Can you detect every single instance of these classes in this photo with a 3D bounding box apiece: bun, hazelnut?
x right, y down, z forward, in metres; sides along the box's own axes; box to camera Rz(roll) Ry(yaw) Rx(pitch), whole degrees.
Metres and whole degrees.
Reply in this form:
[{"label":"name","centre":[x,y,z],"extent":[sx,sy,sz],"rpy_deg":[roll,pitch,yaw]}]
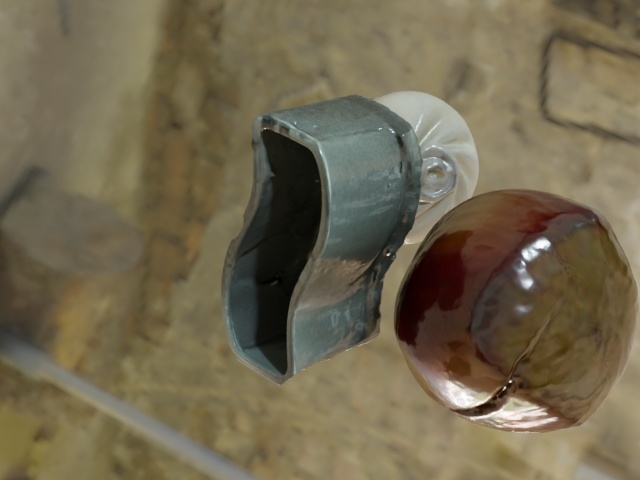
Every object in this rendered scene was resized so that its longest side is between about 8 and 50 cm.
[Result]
[{"label":"bun","centre":[0.100,-0.077,2.099],"extent":[0.173,0.120,0.172],"rpy_deg":[-4,99,-29]},{"label":"hazelnut","centre":[0.143,0.057,1.524],"extent":[0.208,0.208,0.208],"rpy_deg":[-49,154,-34]}]

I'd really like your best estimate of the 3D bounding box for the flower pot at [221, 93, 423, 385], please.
[{"label":"flower pot","centre":[0.000,0.000,1.551],"extent":[0.108,0.103,0.229],"rpy_deg":[-18,133,-38]}]
